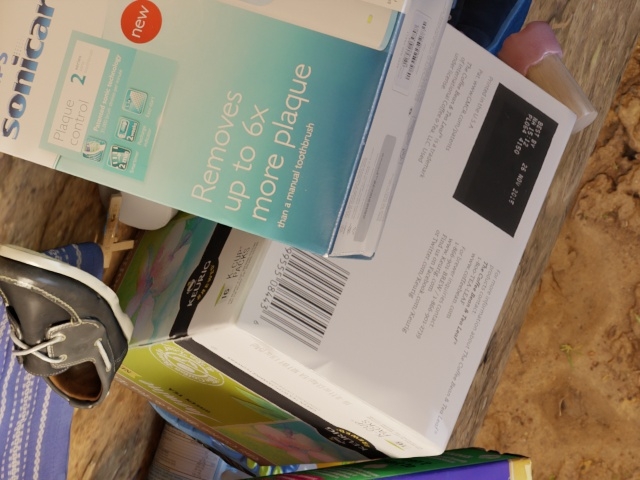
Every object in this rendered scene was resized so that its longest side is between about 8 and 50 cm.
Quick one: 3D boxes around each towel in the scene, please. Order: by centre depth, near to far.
[{"bbox_3d":[-0.266,0.136,1.524,0.336,0.040,0.243,-23,129,-69],"label":"towel"}]

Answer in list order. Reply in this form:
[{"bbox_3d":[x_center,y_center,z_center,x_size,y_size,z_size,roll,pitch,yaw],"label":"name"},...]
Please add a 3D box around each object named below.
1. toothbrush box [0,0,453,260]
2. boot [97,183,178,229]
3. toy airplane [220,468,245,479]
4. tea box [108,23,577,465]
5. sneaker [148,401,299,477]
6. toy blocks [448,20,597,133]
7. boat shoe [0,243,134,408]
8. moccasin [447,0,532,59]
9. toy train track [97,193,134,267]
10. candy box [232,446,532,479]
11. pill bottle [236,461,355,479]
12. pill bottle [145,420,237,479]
[{"bbox_3d":[-0.080,-0.130,1.390,0.126,0.296,0.216,8,101,-73],"label":"toothbrush box"},{"bbox_3d":[-0.133,-0.129,1.607,0.258,0.095,0.123,103,7,-54],"label":"boot"},{"bbox_3d":[-0.153,0.366,1.839,0.384,0.272,0.386,-32,169,-2],"label":"toy airplane"},{"bbox_3d":[0.000,0.000,1.675,0.323,0.220,0.329,-18,-136,60],"label":"tea box"},{"bbox_3d":[-0.105,0.175,1.882,0.067,0.188,0.078,-55,-171,-20],"label":"sneaker"},{"bbox_3d":[0.081,-0.133,2.139,0.289,0.260,0.309,-19,158,-35],"label":"toy blocks"},{"bbox_3d":[-0.201,0.066,1.485,0.233,0.084,0.079,67,41,-66],"label":"boat shoe"},{"bbox_3d":[0.153,-0.225,2.398,0.342,0.117,0.137,-53,164,-46],"label":"moccasin"},{"bbox_3d":[-0.181,-0.010,1.658,0.048,0.014,0.083,-8,138,-26],"label":"toy train track"},{"bbox_3d":[0.021,0.322,1.605,0.122,0.317,0.268,3,-82,64],"label":"candy box"},{"bbox_3d":[-0.049,0.249,2.186,0.246,0.136,0.136,-41,145,-61],"label":"pill bottle"},{"bbox_3d":[-0.124,0.217,1.991,0.087,0.087,0.160,22,86,-74],"label":"pill bottle"}]
